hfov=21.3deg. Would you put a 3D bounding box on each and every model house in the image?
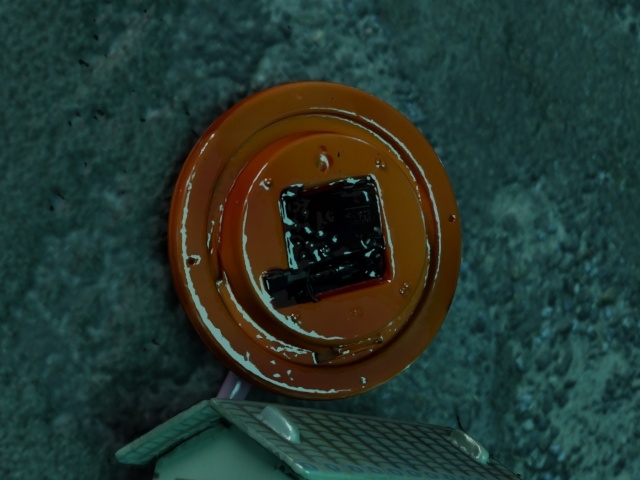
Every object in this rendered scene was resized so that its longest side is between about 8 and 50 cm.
[{"bbox_3d":[0.002,0.211,1.027,0.224,0.198,0.215,12,82,-45],"label":"model house"}]

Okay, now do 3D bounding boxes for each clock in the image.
[{"bbox_3d":[0.000,0.000,1.084,0.205,0.051,0.205,2,86,-27],"label":"clock"}]

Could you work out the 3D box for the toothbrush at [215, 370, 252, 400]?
[{"bbox_3d":[-0.067,0.120,1.090,0.020,0.025,0.286,33,78,-28],"label":"toothbrush"}]
